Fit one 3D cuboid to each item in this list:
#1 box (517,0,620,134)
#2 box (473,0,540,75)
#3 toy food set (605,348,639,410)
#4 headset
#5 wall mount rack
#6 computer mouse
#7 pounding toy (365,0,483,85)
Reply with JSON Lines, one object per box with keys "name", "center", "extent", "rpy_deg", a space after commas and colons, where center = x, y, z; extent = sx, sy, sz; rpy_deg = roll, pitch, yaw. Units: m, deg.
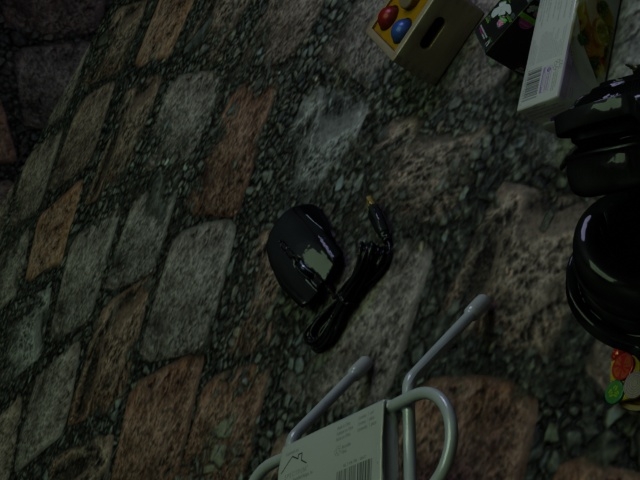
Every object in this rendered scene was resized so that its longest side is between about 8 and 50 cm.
{"name": "box", "center": [0.281, -0.271, 1.416], "extent": [0.067, 0.063, 0.324], "rpy_deg": [-16, 54, 53]}
{"name": "box", "center": [0.226, -0.240, 1.485], "extent": [0.083, 0.062, 0.052], "rpy_deg": [-48, 34, 27]}
{"name": "toy food set", "center": [0.282, 0.110, 1.150], "extent": [0.083, 0.020, 0.082], "rpy_deg": [-27, 46, 48]}
{"name": "headset", "center": [0.290, -0.038, 1.087], "extent": [0.394, 0.185, 0.243], "rpy_deg": [-108, 8, -62]}
{"name": "wall mount rack", "center": [0.060, 0.209, 1.347], "extent": [0.350, 0.130, 0.304], "rpy_deg": [-32, 45, 45]}
{"name": "computer mouse", "center": [0.000, 0.000, 1.674], "extent": [0.184, 0.060, 0.262], "rpy_deg": [-53, 30, 21]}
{"name": "pounding toy", "center": [0.124, -0.297, 1.664], "extent": [0.141, 0.100, 0.130], "rpy_deg": [-56, 30, 15]}
